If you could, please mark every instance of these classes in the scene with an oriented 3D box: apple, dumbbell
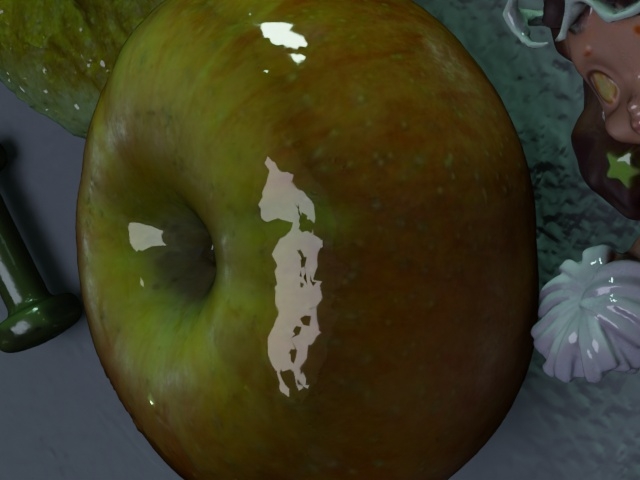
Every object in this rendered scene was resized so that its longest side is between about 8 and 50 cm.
[{"bbox_3d":[0.000,0.000,0.734,0.210,0.173,0.235,27,117,46],"label":"apple"},{"bbox_3d":[-0.176,0.003,0.939,0.046,0.052,0.118,-28,86,43],"label":"dumbbell"}]

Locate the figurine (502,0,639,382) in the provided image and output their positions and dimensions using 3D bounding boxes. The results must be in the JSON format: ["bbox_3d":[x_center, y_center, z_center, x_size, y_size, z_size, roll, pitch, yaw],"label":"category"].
[{"bbox_3d":[0.161,-0.017,0.648,0.174,0.116,0.240,-17,93,54],"label":"figurine"}]

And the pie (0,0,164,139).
[{"bbox_3d":[-0.121,-0.210,0.827,0.323,0.070,0.323,13,111,34],"label":"pie"}]
